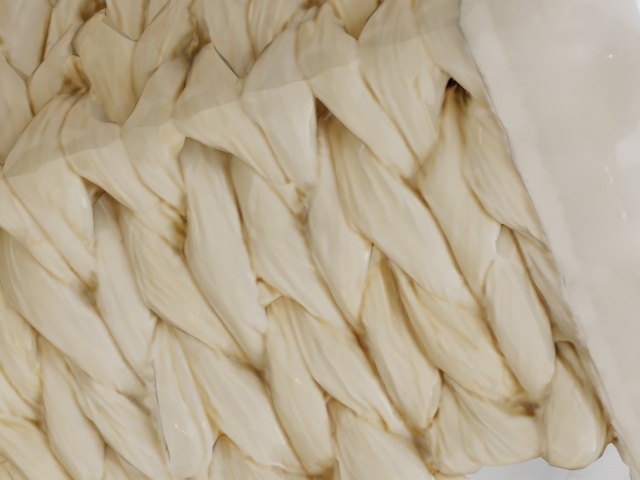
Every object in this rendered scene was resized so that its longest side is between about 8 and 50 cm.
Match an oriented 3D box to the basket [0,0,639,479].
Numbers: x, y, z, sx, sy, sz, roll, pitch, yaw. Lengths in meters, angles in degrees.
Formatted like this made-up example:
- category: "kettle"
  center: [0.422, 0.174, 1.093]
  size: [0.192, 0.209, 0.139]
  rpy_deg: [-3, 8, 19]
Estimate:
- category: "basket"
  center: [0.000, 0.000, 0.554]
  size: [0.266, 0.331, 0.328]
  rpy_deg: [-15, 127, 16]
